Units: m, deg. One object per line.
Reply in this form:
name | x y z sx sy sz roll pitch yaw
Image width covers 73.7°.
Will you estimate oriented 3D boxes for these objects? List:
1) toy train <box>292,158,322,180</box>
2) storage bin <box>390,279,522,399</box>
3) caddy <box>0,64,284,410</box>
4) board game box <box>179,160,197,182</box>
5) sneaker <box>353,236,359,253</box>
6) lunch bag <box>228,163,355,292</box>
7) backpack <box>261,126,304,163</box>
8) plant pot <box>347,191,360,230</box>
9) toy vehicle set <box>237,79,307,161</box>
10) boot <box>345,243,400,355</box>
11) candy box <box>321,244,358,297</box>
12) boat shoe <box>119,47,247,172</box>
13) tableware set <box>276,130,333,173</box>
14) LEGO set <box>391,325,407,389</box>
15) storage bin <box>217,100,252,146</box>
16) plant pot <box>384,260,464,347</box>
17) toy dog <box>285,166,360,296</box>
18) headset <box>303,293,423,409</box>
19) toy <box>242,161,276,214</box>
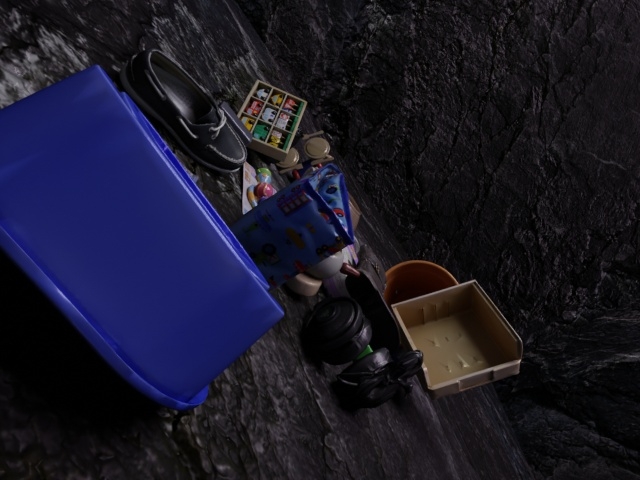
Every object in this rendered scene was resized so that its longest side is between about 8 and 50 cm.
toy train | -0.010 -0.151 1.508 0.143 0.105 0.248 93 -26 -86
storage bin | 0.367 0.270 1.183 0.260 0.262 0.123 -110 -175 -54
caddy | -0.192 0.007 0.428 0.341 0.179 0.241 56 -8 -14
board game box | -0.266 -0.086 0.595 0.194 0.060 0.194 46 18 -37
sneaker | 0.022 -0.055 1.376 0.282 0.102 0.161 43 17 -42
lunch bag | -0.062 -0.055 0.838 0.138 0.221 0.293 52 19 -20
backpack | -0.157 -0.351 1.342 0.115 0.152 0.182 24 30 -57
plant pot | 0.084 -0.124 1.693 0.237 0.109 0.237 52 15 -20
toy vehicle set | -0.145 -0.350 1.230 0.165 0.035 0.267 21 49 -9
boot | 0.155 0.149 1.149 0.263 0.091 0.229 69 18 -6
candy box | 0.062 0.089 1.208 0.196 0.070 0.165 10 59 -70
boat shoe | -0.249 -0.247 0.858 0.302 0.091 0.114 36 55 -41
tableware set | -0.063 -0.289 1.441 0.039 0.194 0.128 83 -10 -65
LEGO set | 0.190 0.292 1.202 0.227 0.093 0.087 54 15 -10
storage bin | -0.227 -0.251 0.998 0.135 0.091 0.098 49 17 -25
plant pot | 0.326 0.235 1.448 0.291 0.290 0.203 64 0 24
toy dog | 0.000 0.000 1.040 0.161 0.220 0.334 24 39 -25
headset | 0.093 0.220 0.864 0.243 0.185 0.394 56 4 -1
toy | -0.134 -0.110 1.072 0.137 0.056 0.237 44 20 -37
